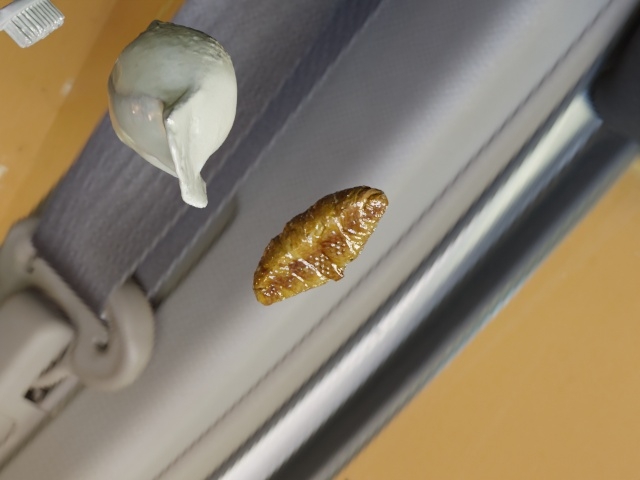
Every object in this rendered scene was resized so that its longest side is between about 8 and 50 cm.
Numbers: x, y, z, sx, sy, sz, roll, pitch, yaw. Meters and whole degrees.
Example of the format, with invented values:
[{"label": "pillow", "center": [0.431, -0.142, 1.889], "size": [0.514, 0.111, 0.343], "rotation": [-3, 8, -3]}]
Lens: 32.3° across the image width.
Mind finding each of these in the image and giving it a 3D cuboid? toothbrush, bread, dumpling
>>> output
[{"label": "toothbrush", "center": [-0.242, -0.091, 0.656], "size": [0.029, 0.025, 0.307], "rotation": [46, -143, -7]}, {"label": "bread", "center": [0.000, 0.000, 1.474], "size": [0.105, 0.233, 0.076], "rotation": [37, -154, -30]}, {"label": "dumpling", "center": [-0.143, -0.123, 1.089], "size": [0.126, 0.166, 0.216], "rotation": [-29, -137, -26]}]
